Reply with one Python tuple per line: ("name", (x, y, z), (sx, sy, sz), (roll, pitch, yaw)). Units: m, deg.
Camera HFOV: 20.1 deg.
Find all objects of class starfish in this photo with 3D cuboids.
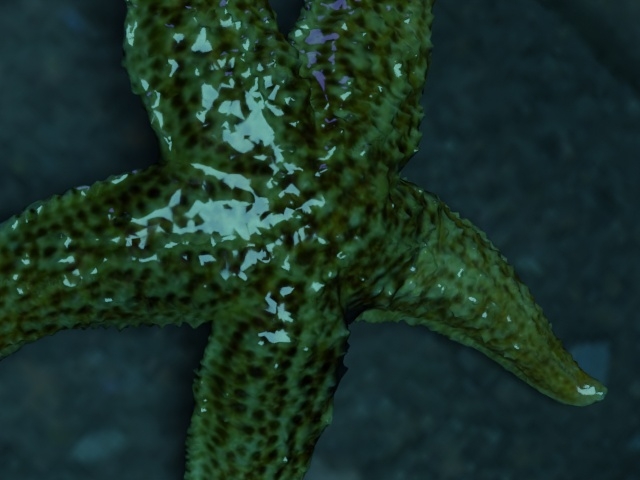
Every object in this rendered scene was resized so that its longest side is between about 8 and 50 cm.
("starfish", (0.000, 0.000, 0.440), (0.176, 0.053, 0.208), (23, 92, -25))
